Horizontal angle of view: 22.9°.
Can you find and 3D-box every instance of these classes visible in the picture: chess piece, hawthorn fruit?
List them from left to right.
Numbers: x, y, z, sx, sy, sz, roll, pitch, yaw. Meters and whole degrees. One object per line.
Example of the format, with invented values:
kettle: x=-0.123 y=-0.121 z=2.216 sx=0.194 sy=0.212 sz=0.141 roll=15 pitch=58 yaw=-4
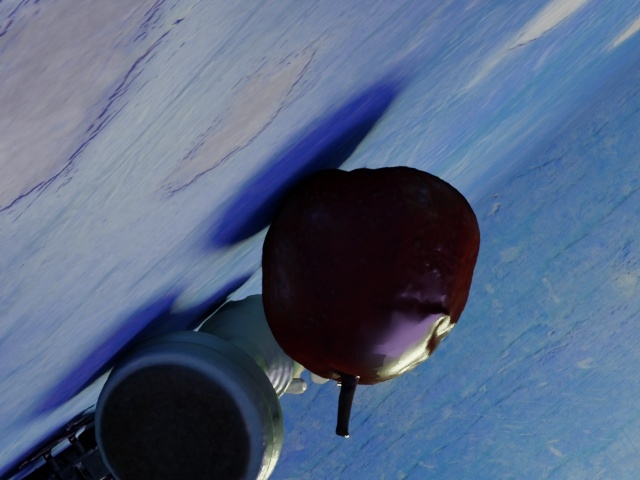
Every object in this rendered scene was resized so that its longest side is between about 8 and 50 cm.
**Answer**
chess piece: x=-0.107 y=0.157 z=1.714 sx=0.194 sy=0.194 sz=0.299 roll=-43 pitch=-178 yaw=20
hawthorn fruit: x=0.034 y=0.055 z=1.529 sx=0.230 sy=0.210 sz=0.266 roll=168 pitch=-61 yaw=-73

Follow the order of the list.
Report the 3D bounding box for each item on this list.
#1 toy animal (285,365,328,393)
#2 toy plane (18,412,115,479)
toy animal: x=-0.047 y=0.170 z=2.619 sx=0.184 sy=0.104 sz=0.185 roll=-12 pitch=-153 yaw=28
toy plane: x=-0.254 y=0.255 z=1.825 sx=0.381 sy=0.106 sz=0.155 roll=-35 pitch=177 yaw=-37
